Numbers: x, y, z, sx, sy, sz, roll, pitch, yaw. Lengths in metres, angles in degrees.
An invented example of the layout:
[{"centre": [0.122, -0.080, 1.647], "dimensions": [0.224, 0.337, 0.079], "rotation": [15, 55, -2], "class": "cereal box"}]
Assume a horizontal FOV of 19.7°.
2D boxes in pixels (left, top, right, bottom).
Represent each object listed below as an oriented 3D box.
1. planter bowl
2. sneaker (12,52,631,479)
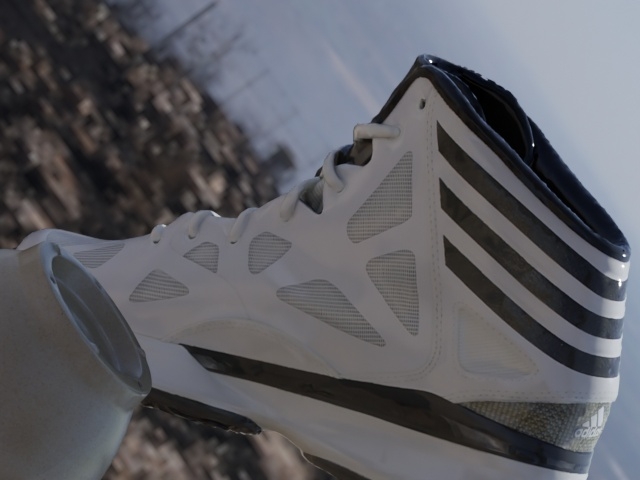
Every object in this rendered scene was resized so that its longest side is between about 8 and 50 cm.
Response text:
[{"centre": [-0.157, 0.068, 0.954], "dimensions": [0.162, 0.109, 0.162], "rotation": [55, 7, -10], "class": "planter bowl"}, {"centre": [0.001, 0.000, 1.165], "dimensions": [0.447, 0.258, 0.169], "rotation": [18, 3, 31], "class": "sneaker"}]
